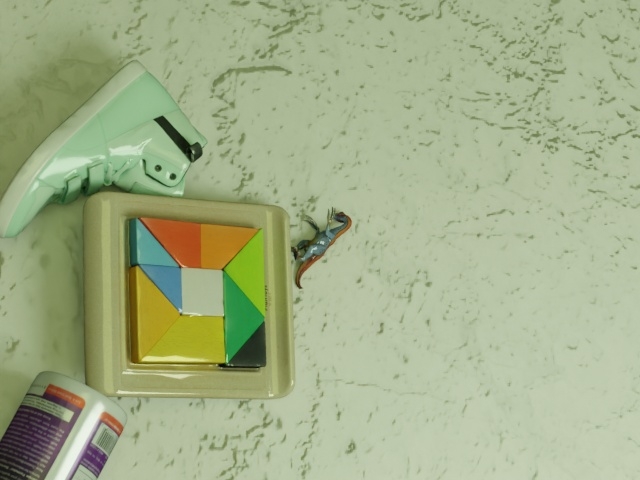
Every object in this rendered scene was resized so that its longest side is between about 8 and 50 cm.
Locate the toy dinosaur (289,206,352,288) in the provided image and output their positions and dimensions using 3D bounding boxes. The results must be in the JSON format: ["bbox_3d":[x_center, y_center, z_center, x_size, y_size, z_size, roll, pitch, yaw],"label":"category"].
[{"bbox_3d":[0.000,0.000,1.839,0.082,0.047,0.090,-13,112,-25],"label":"toy dinosaur"}]

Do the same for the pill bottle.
[{"bbox_3d":[-0.289,0.242,1.657,0.108,0.108,0.193,29,70,-5],"label":"pill bottle"}]

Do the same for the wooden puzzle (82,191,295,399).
[{"bbox_3d":[-0.138,0.061,1.746,0.239,0.044,0.220,3,78,-27],"label":"wooden puzzle"}]

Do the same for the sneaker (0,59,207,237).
[{"bbox_3d":[-0.235,-0.064,1.760,0.151,0.094,0.256,44,71,-3],"label":"sneaker"}]
